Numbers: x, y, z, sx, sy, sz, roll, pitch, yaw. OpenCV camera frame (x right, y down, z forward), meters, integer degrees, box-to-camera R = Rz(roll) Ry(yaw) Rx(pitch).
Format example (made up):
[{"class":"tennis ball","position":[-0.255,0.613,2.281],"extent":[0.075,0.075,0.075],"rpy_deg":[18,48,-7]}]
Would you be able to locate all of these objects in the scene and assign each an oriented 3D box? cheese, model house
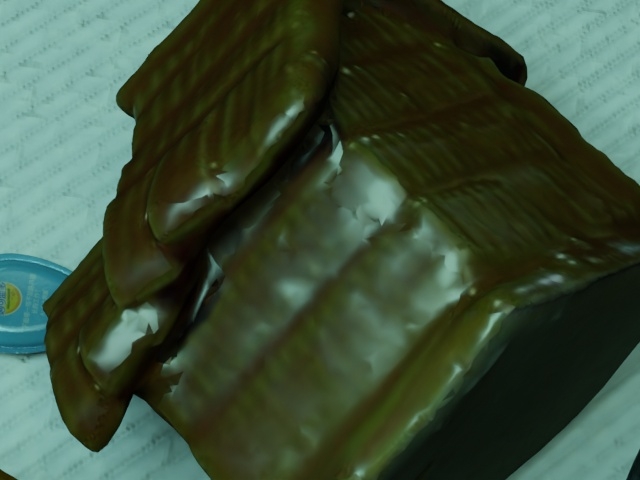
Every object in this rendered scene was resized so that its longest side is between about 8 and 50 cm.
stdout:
[{"class":"cheese","position":[-0.108,0.030,0.860],"extent":[0.111,0.017,0.047],"rpy_deg":[6,69,-3]},{"class":"model house","position":[0.001,0.001,0.810],"extent":[0.199,0.219,0.229],"rpy_deg":[-49,68,21]}]

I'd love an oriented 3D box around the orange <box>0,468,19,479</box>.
[{"class":"orange","position":[-0.165,0.181,0.695],"extent":[0.219,0.193,0.219],"rpy_deg":[-4,56,6]}]

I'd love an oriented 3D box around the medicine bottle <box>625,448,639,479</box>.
[{"class":"medicine bottle","position":[0.256,0.169,0.766],"extent":[0.293,0.141,0.141],"rpy_deg":[19,66,2]}]
